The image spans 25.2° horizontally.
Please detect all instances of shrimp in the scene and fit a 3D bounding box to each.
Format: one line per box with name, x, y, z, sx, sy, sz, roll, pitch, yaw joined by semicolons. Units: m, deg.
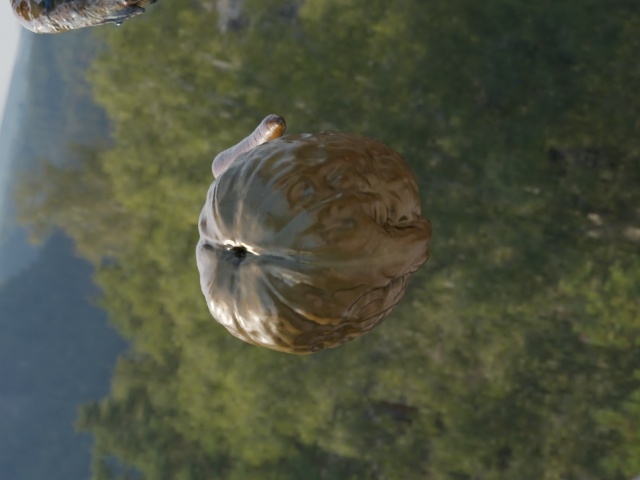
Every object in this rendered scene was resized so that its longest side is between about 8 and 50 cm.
shrimp;-0.231;-0.274;1.457;0.047;0.223;0.126;25;-111;-56

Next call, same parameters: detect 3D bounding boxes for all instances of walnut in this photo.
walnut;0.000;0.000;1.010;0.184;0.155;0.155;-16;-51;-51

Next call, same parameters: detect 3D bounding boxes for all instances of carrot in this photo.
carrot;-0.067;-0.095;1.454;0.190;0.037;0.037;149;133;-63
